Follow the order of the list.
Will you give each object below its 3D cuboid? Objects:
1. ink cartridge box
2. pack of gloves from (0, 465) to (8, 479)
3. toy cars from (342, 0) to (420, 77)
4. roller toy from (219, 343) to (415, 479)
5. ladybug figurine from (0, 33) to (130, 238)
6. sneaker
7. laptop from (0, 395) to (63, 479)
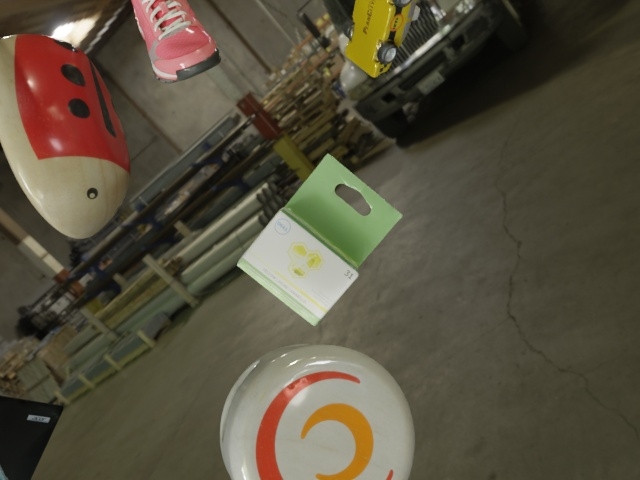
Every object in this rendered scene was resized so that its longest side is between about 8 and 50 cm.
[{"bbox_3d":[0.000,0.000,0.969,0.235,0.171,0.056,-50,5,12],"label":"ink cartridge box"},{"bbox_3d":[-0.334,0.165,0.514,0.046,0.232,0.195,-28,-19,-30],"label":"pack of gloves"},{"bbox_3d":[0.077,-0.458,0.886,0.087,0.394,0.176,-24,14,-32],"label":"toy cars"},{"bbox_3d":[-0.007,0.207,0.629,0.209,0.191,0.146,-17,-5,-18],"label":"roller toy"},{"bbox_3d":[-0.498,-0.226,1.149,0.161,0.450,0.305,-23,-13,3],"label":"ladybug figurine"},{"bbox_3d":[-0.272,-0.381,0.997,0.115,0.136,0.314,-29,48,-10],"label":"sneaker"},{"bbox_3d":[-0.562,0.315,0.859,0.264,0.234,0.137,-26,52,38],"label":"laptop"}]
